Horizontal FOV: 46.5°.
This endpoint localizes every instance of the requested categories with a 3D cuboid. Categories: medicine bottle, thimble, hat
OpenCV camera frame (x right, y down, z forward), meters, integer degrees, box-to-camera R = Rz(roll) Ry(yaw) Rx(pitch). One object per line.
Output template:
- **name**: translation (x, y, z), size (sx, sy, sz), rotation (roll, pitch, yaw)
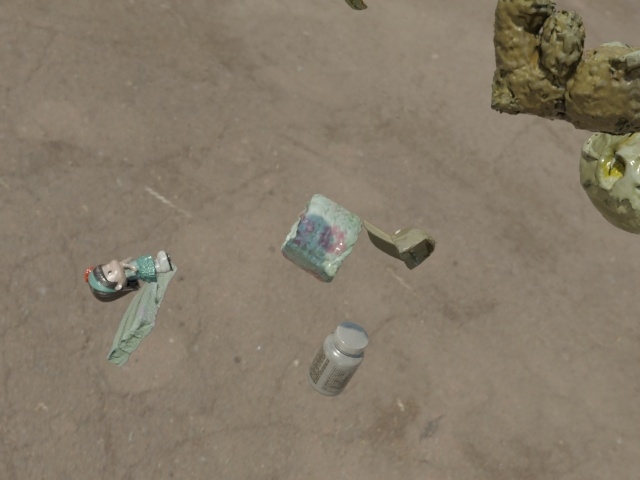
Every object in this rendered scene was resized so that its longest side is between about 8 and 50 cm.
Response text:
- **medicine bottle**: translation (0.033, 0.217, 1.368), size (0.079, 0.140, 0.079), rotation (15, 40, -13)
- **thimble**: translation (0.000, 0.000, 1.791), size (0.149, 0.185, 0.211), rotation (32, 28, -6)
- **hat**: translation (0.213, -0.017, 2.016), size (0.144, 0.166, 0.173), rotation (-33, 68, 1)

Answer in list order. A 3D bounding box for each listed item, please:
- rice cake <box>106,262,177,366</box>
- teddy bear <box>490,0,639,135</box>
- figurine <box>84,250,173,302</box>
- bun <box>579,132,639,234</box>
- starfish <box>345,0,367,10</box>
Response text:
- **rice cake**: translation (-0.329, 0.127, 1.390), size (0.043, 0.127, 0.237), rotation (36, 18, -16)
- **teddy bear**: translation (0.378, -0.240, 1.092), size (0.256, 0.267, 0.156), rotation (15, 76, 27)
- **figurine**: translation (-0.239, 0.040, 0.928), size (0.105, 0.047, 0.060), rotation (-19, 38, -15)
- **bun**: translation (0.572, -0.128, 1.333), size (0.141, 0.239, 0.239), rotation (2, 46, -32)
- **starfish**: translation (-0.007, -0.299, 0.634), size (0.208, 0.176, 0.053), rotation (35, 57, -2)
